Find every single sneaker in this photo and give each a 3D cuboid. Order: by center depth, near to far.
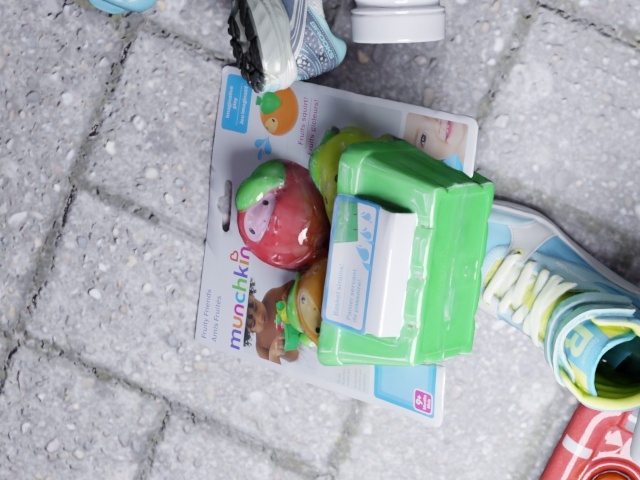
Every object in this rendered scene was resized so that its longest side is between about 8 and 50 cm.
[{"bbox_3d":[0.236,0.064,1.680,0.319,0.208,0.127,27,105,5],"label":"sneaker"},{"bbox_3d":[-0.051,-0.299,1.727,0.122,0.110,0.283,-12,86,-22],"label":"sneaker"}]

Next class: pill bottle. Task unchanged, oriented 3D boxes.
[{"bbox_3d":[0.079,-0.313,1.679,0.119,0.119,0.209,0,101,10],"label":"pill bottle"}]

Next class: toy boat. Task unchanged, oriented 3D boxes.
[{"bbox_3d":[0.314,0.281,1.738,0.151,0.151,0.231,25,104,4],"label":"toy boat"}]

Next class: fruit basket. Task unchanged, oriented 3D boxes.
[{"bbox_3d":[0.000,0.000,1.711,0.353,0.165,0.327,15,104,32],"label":"fruit basket"}]

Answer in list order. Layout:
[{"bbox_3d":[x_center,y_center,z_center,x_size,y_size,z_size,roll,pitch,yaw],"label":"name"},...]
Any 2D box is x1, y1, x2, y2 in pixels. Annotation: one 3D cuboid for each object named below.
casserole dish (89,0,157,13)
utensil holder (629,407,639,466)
[{"bbox_3d":[-0.211,-0.338,1.767,0.114,0.037,0.188,24,105,5],"label":"casserole dish"},{"bbox_3d":[0.490,0.069,1.515,0.327,0.327,0.386,18,95,6],"label":"utensil holder"}]
